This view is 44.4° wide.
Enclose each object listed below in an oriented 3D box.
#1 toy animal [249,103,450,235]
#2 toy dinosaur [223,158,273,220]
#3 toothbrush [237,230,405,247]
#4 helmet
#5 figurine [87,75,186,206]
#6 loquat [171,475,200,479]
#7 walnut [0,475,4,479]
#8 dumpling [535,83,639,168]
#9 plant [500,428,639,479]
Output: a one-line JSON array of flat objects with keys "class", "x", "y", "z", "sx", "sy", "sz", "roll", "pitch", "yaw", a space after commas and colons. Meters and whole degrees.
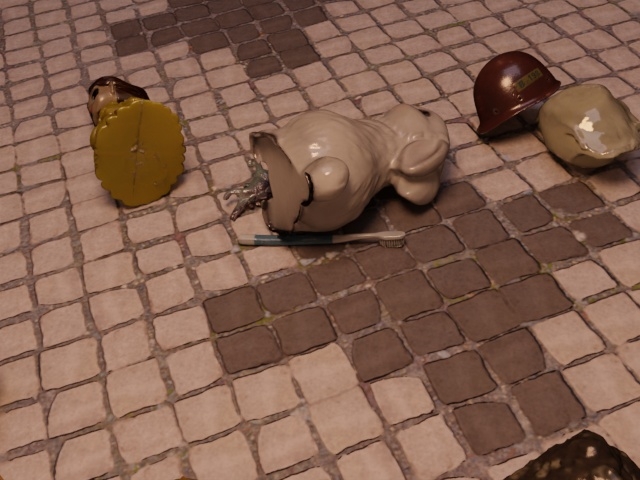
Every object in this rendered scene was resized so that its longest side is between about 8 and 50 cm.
[{"class": "toy animal", "x": 0.075, "y": -0.132, "z": 1.285, "sx": 0.357, "sy": 0.194, "sz": 0.258, "roll": -17, "pitch": 29, "yaw": -25}, {"class": "toy dinosaur", "x": -0.096, "y": -0.111, "z": 1.381, "sx": 0.082, "sy": 0.039, "sz": 0.209, "roll": 18, "pitch": 59, "yaw": 20}, {"class": "toothbrush", "x": 0.000, "y": 0.000, "z": 1.268, "sx": 0.275, "sy": 0.025, "sz": 0.019, "roll": -1, "pitch": 37, "yaw": 10}, {"class": "helmet", "x": 0.331, "y": -0.277, "z": 1.412, "sx": 0.175, "sy": 0.106, "sz": 0.155, "roll": -38, "pitch": 9, "yaw": -6}, {"class": "figurine", "x": -0.374, "y": -0.218, "z": 1.461, "sx": 0.168, "sy": 0.187, "sz": 0.315, "roll": -26, "pitch": 37, "yaw": -13}, {"class": "loquat", "x": -0.152, "y": 0.332, "z": 0.841, "sx": 0.163, "sy": 0.137, "sz": 0.163, "roll": -13, "pitch": 49, "yaw": 15}, {"class": "walnut", "x": -0.430, "y": 0.326, "z": 0.948, "sx": 0.121, "sy": 0.052, "sz": 0.091, "roll": -8, "pitch": 44, "yaw": 3}, {"class": "dumpling", "x": 0.460, "y": -0.196, "z": 1.337, "sx": 0.162, "sy": 0.132, "sz": 0.250, "roll": -17, "pitch": 27, "yaw": 1}, {"class": "plant", "x": 0.210, "y": 0.349, "z": 0.735, "sx": 0.312, "sy": 0.213, "sz": 0.215, "roll": -47, "pitch": 45, "yaw": 11}]
